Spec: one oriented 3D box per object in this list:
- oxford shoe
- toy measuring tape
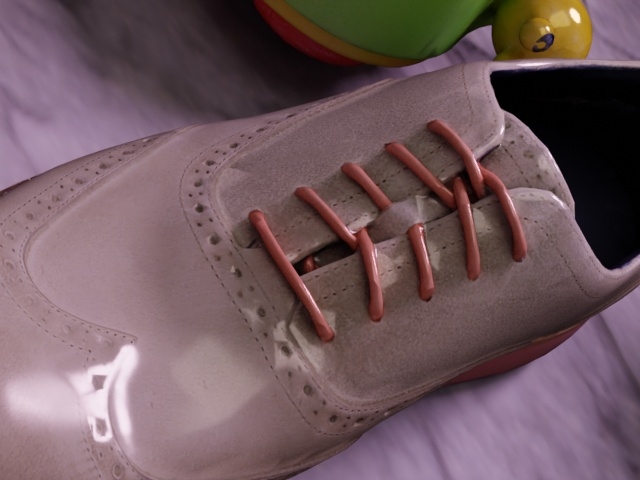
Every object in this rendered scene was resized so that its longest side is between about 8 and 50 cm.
[{"bbox_3d":[0.000,0.000,0.671,0.397,0.146,0.140,-23,81,-45],"label":"oxford shoe"},{"bbox_3d":[-0.029,-0.165,0.796,0.330,0.121,0.121,37,44,-2],"label":"toy measuring tape"}]
